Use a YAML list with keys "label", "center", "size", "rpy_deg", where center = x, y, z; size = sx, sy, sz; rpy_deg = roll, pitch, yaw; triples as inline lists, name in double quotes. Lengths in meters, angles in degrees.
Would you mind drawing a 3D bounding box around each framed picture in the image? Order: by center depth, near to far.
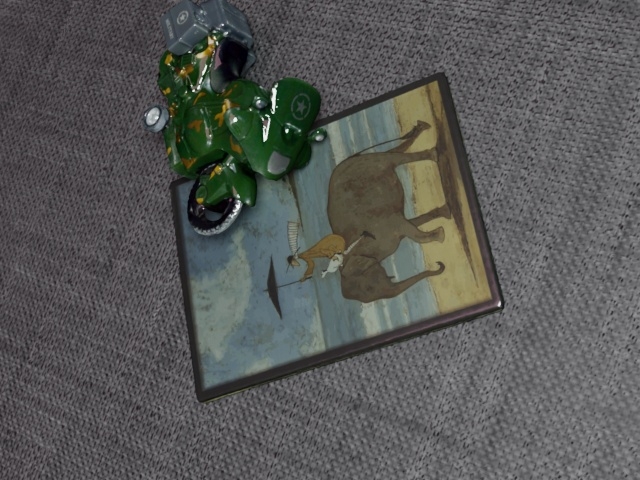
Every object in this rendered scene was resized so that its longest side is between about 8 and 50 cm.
- label: "framed picture"
  center: [0.000, 0.000, 1.078]
  size: [0.347, 0.016, 0.265]
  rpy_deg: [-19, 67, 22]

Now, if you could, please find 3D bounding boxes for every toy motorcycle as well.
- label: "toy motorcycle"
  center: [-0.095, -0.150, 1.102]
  size: [0.187, 0.125, 0.274]
  rpy_deg: [-35, 55, 24]
